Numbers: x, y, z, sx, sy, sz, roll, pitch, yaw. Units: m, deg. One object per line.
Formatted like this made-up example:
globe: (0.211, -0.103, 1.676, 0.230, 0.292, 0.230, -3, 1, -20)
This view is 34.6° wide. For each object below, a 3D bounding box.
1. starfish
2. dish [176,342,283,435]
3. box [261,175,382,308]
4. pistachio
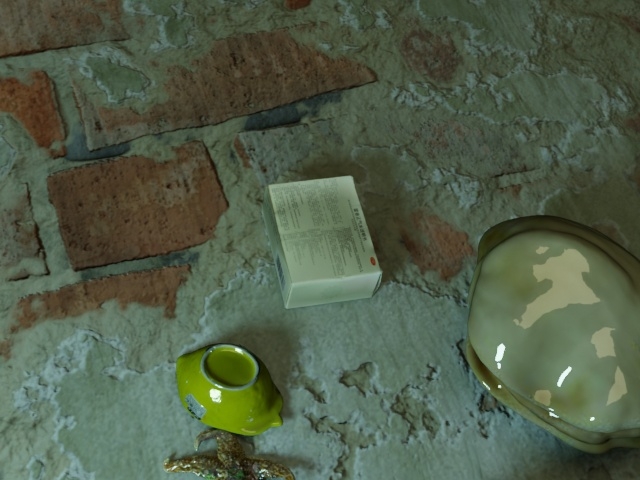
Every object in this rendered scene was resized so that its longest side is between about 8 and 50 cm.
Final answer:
starfish: (-0.143, 0.367, 1.596, 0.209, 0.053, 0.150, 9, 44, 1)
dish: (-0.144, 0.224, 1.649, 0.207, 0.080, 0.149, 28, 50, 13)
box: (0.000, 0.000, 1.819, 0.168, 0.095, 0.212, -8, 60, -13)
pistachio: (0.412, 0.142, 1.684, 0.365, 0.281, 0.445, -24, 60, -18)
